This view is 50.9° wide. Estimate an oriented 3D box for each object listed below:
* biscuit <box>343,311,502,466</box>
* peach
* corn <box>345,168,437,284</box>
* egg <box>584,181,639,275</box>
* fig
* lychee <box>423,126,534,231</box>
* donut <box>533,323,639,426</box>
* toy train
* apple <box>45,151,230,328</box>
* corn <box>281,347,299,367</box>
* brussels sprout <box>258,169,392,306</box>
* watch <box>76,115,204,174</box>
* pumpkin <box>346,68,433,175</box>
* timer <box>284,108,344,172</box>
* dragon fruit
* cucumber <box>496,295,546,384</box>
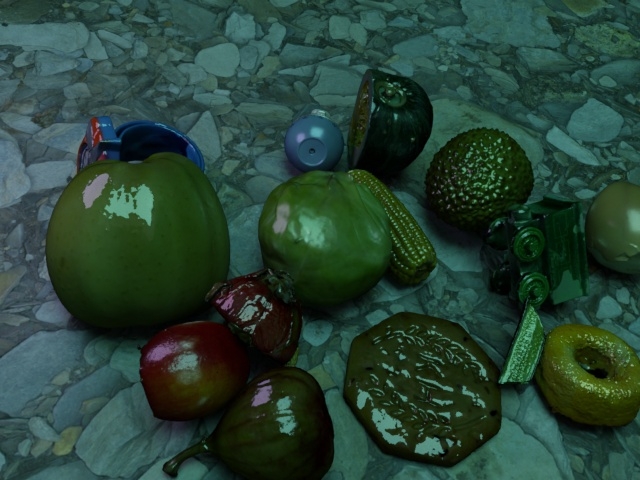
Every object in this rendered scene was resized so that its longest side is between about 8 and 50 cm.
[{"bbox_3d":[0.220,0.301,1.422,0.359,0.046,0.359,6,50,-7],"label":"biscuit"},{"bbox_3d":[-0.250,0.247,1.267,0.226,0.190,0.196,-14,37,-43],"label":"peach"},{"bbox_3d":[0.157,-0.043,1.644,0.131,0.131,0.344,-18,56,-24],"label":"corn"},{"bbox_3d":[0.774,-0.031,1.699,0.201,0.201,0.245,1,72,-10],"label":"egg"},{"bbox_3d":[-0.138,0.361,1.217,0.320,0.217,0.217,-15,52,1],"label":"fig"},{"bbox_3d":[0.403,-0.154,1.700,0.269,0.270,0.320,24,68,10],"label":"lychee"},{"bbox_3d":[0.583,0.288,1.466,0.253,0.118,0.253,4,35,-3],"label":"donut"},{"bbox_3d":[0.504,0.034,1.574,0.201,0.266,0.145,-16,17,-14],"label":"toy train"},{"bbox_3d":[-0.380,-0.004,1.400,0.311,0.361,0.320,-2,3,32],"label":"apple"},{"bbox_3d":[-0.065,0.258,1.412,0.028,0.027,0.083,-8,42,26],"label":"corn"},{"bbox_3d":[0.000,0.000,1.507,0.328,0.247,0.328,17,45,-18],"label":"brussels sprout"},{"bbox_3d":[-0.400,-0.135,1.567,0.274,0.241,0.305,-10,59,-37],"label":"watch"},{"bbox_3d":[0.190,-0.301,1.789,0.196,0.263,0.293,13,45,-9],"label":"pumpkin"},{"bbox_3d":[-0.008,-0.289,1.797,0.175,0.175,0.255,13,48,0],"label":"timer"},{"bbox_3d":[-0.107,0.131,1.359,0.148,0.224,0.218,-47,44,-2],"label":"dragon fruit"},{"bbox_3d":[0.447,0.230,1.464,0.070,0.046,0.220,22,66,12],"label":"cucumber"}]
